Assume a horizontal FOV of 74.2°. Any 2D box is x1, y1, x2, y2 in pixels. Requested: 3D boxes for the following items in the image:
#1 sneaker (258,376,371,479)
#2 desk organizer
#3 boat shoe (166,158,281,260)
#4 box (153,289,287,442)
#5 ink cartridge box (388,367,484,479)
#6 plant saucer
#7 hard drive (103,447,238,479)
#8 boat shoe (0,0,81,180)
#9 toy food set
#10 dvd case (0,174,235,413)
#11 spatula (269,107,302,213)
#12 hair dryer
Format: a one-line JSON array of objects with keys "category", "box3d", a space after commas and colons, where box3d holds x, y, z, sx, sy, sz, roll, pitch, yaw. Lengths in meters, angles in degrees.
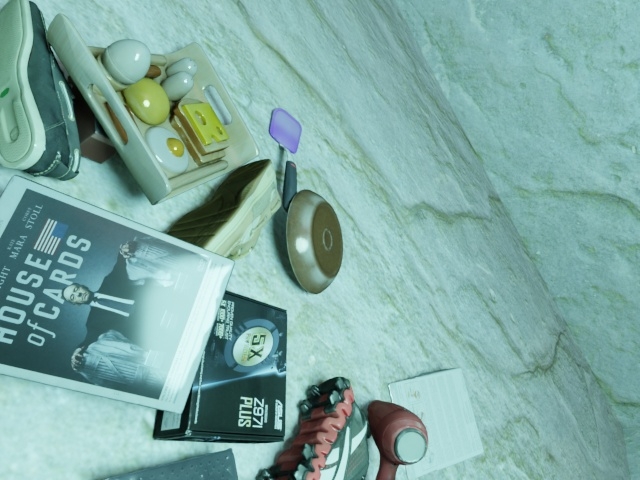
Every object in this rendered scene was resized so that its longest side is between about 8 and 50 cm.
[{"category": "sneaker", "box3d": [0.001, 0.332, 0.605, 0.135, 0.097, 0.276, 55, 36, -10]}, {"category": "desk organizer", "box3d": [-0.297, -0.172, 0.561, 0.047, 0.050, 0.130, 26, 43, -59]}, {"category": "boat shoe", "box3d": [-0.133, -0.017, 0.636, 0.302, 0.109, 0.098, -65, 141, -51]}, {"category": "box", "box3d": [-0.123, 0.169, 0.563, 0.147, 0.077, 0.180, 28, 50, -40]}, {"category": "ink cartridge box", "box3d": [0.242, 0.391, 0.929, 0.232, 0.066, 0.189, 0, 70, -29]}, {"category": "plant saucer", "box3d": [0.000, 0.000, 0.794, 0.198, 0.036, 0.199, 29, 58, -60]}, {"category": "hard drive", "box3d": [-0.153, 0.367, 0.432, 0.171, 0.054, 0.255, 13, 60, -47]}, {"category": "boat shoe", "box3d": [-0.340, -0.182, 0.505, 0.079, 0.083, 0.233, 15, 56, -66]}, {"category": "toy food set", "box3d": [-0.201, -0.194, 0.609, 0.220, 0.092, 0.306, 60, 22, -11]}, {"category": "dvd case", "box3d": [-0.229, 0.062, 0.441, 0.238, 0.029, 0.180, 24, 71, -24]}, {"category": "spatula", "box3d": [-0.065, -0.162, 0.840, 0.084, 0.030, 0.297, 34, 34, -36]}, {"category": "hair dryer", "box3d": [0.097, 0.370, 0.676, 0.080, 0.224, 0.294, 25, 31, -7]}]
